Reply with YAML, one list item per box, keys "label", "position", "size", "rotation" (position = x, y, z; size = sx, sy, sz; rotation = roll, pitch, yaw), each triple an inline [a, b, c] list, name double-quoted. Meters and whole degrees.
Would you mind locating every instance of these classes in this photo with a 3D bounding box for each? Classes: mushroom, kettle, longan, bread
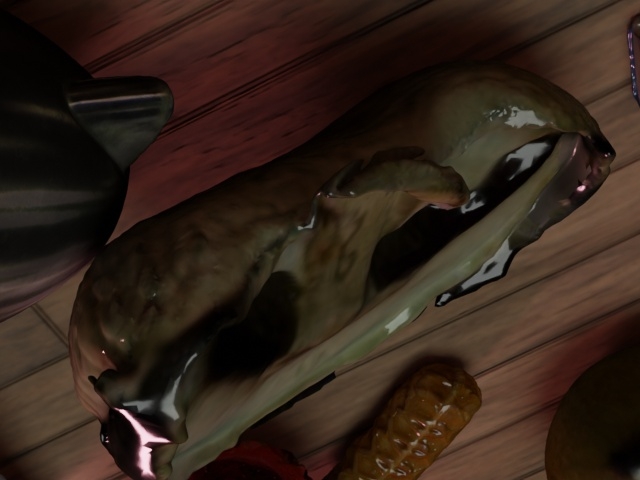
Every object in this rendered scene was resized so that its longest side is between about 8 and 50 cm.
- label: "mushroom"
  position: [-0.001, -0.002, 0.986]
  size: [0.344, 0.130, 0.247]
  rotation: [-33, 163, -26]
- label: "kettle"
  position: [-0.211, -0.021, 0.911]
  size: [0.271, 0.207, 0.251]
  rotation: [-2, 128, -57]
- label: "longan"
  position: [0.233, 0.140, 1.247]
  size: [0.154, 0.176, 0.145]
  rotation: [-7, 94, 20]
- label: "bread"
  position: [0.051, 0.144, 1.253]
  size: [0.052, 0.044, 0.157]
  rotation: [25, 121, -26]

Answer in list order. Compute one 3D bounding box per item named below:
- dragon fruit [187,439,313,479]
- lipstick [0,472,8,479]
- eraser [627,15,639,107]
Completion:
- label: "dragon fruit"
  position: [-0.066, 0.227, 1.228]
  size: [0.166, 0.160, 0.172]
  rotation: [-23, 139, -24]
- label: "lipstick"
  position: [-0.248, 0.149, 1.118]
  size: [0.068, 0.066, 0.317]
  rotation: [11, 152, 28]
- label: "eraser"
  position: [0.227, -0.111, 1.076]
  size: [0.084, 0.027, 0.063]
  rotation: [-16, 135, -1]
